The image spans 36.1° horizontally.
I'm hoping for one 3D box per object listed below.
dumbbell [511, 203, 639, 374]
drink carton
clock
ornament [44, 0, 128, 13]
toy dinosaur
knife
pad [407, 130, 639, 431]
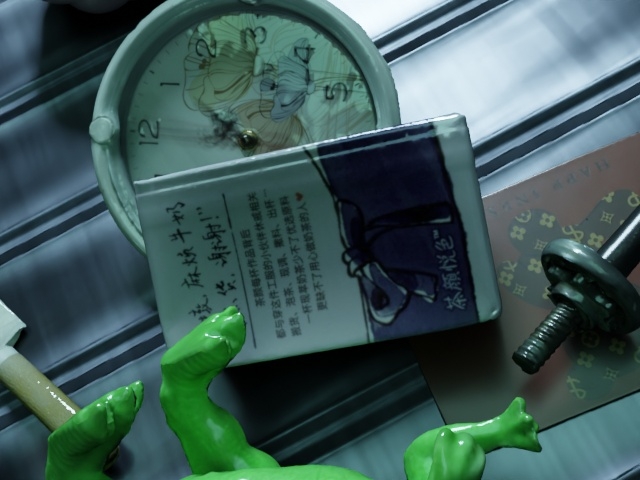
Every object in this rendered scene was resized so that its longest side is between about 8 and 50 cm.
[{"bbox_3d":[0.216,-0.010,0.652,0.081,0.081,0.254,38,79,25],"label":"dumbbell"},{"bbox_3d":[-0.001,0.001,0.660,0.222,0.102,0.134,-11,96,8],"label":"drink carton"},{"bbox_3d":[-0.054,-0.076,0.742,0.236,0.053,0.237,0,92,10],"label":"clock"},{"bbox_3d":[-0.198,-0.291,0.837,0.177,0.177,0.178,-5,64,11],"label":"ornament"},{"bbox_3d":[-0.048,0.255,0.611,0.374,0.144,0.500,45,112,-3],"label":"toy dinosaur"},{"bbox_3d":[-0.249,0.077,0.761,0.298,0.017,0.047,34,74,28],"label":"knife"},{"bbox_3d":[0.187,0.025,0.692,0.267,0.004,0.181,-23,62,2],"label":"pad"}]
